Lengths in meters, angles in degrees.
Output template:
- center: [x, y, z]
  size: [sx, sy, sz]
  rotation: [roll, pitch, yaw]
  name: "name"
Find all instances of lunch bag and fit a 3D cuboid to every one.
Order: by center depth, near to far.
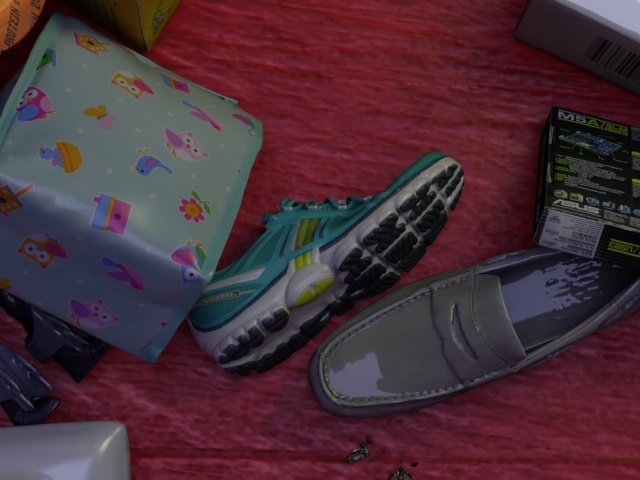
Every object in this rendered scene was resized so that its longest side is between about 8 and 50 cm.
- center: [-0.176, -0.061, 1.572]
  size: [0.223, 0.160, 0.262]
  rotation: [27, 43, -9]
  name: "lunch bag"

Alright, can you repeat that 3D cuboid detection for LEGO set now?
- center: [0.062, 0.209, 1.639]
  size: [0.054, 0.023, 0.083]
  rotation: [-29, 71, -8]
  name: "LEGO set"

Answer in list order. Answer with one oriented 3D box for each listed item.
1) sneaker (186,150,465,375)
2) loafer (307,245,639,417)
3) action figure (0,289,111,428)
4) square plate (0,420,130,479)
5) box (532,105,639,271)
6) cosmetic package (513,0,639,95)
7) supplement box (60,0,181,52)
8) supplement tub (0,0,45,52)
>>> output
- center: [0.000, 0.000, 1.620]
  size: [0.275, 0.107, 0.110]
  rotation: [-33, 62, -3]
  name: "sneaker"
- center: [0.141, 0.067, 1.612]
  size: [0.319, 0.111, 0.112]
  rotation: [-23, 84, -5]
  name: "loafer"
- center: [-0.315, 0.030, 1.602]
  size: [0.285, 0.099, 0.185]
  rotation: [42, 64, -4]
  name: "action figure"
- center: [-0.325, 0.332, 1.563]
  size: [0.344, 0.049, 0.347]
  rotation: [-3, 92, -1]
  name: "square plate"
- center: [0.280, -0.036, 1.607]
  size: [0.191, 0.184, 0.045]
  rotation: [14, 120, -1]
  name: "box"
- center: [0.373, -0.345, 1.653]
  size: [0.230, 0.161, 0.453]
  rotation: [27, 82, 2]
  name: "cosmetic package"
- center: [-0.249, -0.352, 1.615]
  size: [0.356, 0.195, 0.194]
  rotation: [32, 82, 2]
  name: "supplement box"
- center: [-0.383, -0.202, 1.503]
  size: [0.207, 0.338, 0.207]
  rotation: [6, 82, -46]
  name: "supplement tub"
